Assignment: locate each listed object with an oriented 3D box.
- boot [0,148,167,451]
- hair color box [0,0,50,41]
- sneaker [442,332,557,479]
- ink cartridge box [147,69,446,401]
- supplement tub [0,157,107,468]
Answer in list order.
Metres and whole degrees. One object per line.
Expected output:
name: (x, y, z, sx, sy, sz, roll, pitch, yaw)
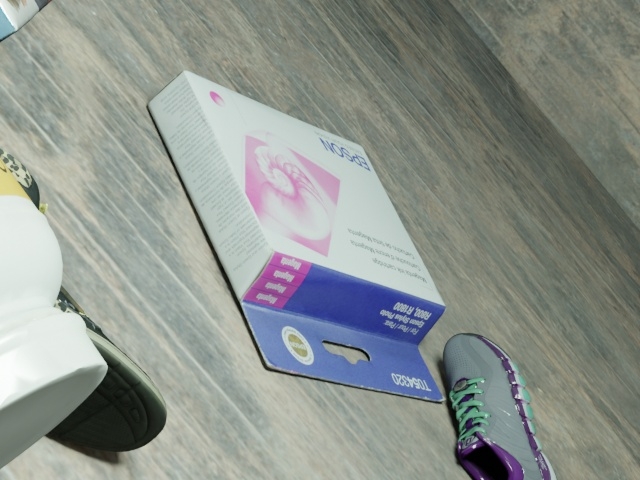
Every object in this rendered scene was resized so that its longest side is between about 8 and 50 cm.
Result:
boot: (-0.203, 0.032, 0.980, 0.236, 0.085, 0.178, 38, 23, -26)
hair color box: (-0.288, -0.214, 0.990, 0.174, 0.105, 0.347, 60, 1, -15)
sneaker: (0.175, 0.189, 1.451, 0.098, 0.083, 0.223, 14, 42, -48)
ink cartridge box: (0.000, 0.000, 1.429, 0.324, 0.071, 0.330, 18, 37, -53)
supplement tub: (-0.278, -0.006, 0.709, 0.316, 0.228, 0.228, 54, 23, 7)
